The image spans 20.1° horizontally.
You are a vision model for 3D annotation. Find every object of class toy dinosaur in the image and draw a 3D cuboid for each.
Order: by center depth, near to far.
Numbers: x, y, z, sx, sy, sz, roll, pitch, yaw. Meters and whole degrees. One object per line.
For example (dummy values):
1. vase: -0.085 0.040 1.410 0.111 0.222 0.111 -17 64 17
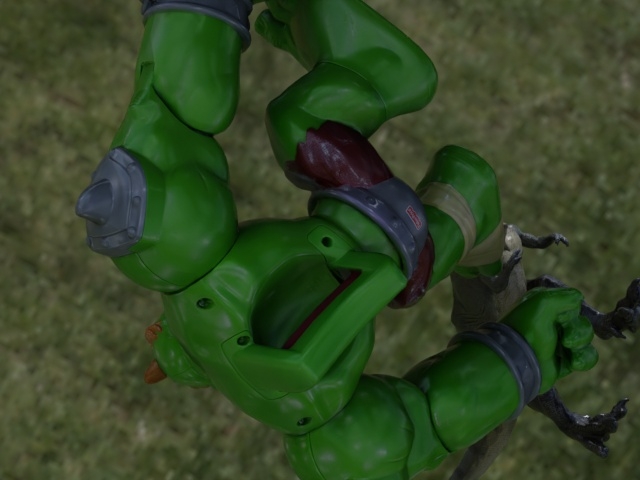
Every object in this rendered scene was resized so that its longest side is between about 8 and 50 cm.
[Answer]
1. toy dinosaur: 0.120 0.060 1.029 0.118 0.268 0.064 15 40 25

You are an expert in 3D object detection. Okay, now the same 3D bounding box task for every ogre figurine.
1. ogre figurine: 0.000 0.000 0.552 0.096 0.197 0.118 10 49 39
